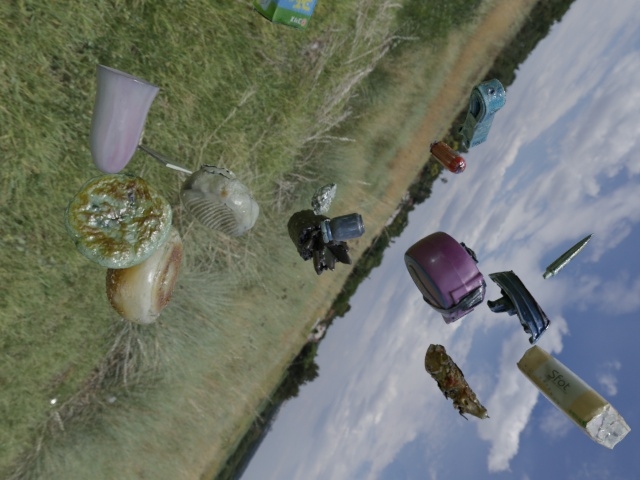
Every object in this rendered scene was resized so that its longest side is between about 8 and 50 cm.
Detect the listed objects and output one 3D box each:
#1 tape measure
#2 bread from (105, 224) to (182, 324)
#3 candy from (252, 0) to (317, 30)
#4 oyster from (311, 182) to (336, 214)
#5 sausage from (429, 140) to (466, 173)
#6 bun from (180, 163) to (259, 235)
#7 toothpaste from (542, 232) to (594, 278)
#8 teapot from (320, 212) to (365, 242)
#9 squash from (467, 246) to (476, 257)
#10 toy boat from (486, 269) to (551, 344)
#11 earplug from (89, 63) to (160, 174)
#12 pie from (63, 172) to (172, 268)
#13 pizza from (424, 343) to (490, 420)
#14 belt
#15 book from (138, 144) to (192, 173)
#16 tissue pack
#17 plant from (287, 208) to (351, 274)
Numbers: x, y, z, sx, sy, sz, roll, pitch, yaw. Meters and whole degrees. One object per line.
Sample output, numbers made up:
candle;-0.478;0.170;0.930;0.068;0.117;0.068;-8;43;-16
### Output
tape measure;0.336;0.096;1.130;0.149;0.231;0.245;-30;163;-3
bread;-0.491;0.088;1.169;0.305;0.159;0.305;-167;-90;-82
candy;-0.035;-0.469;0.709;0.097;0.062;0.194;-23;150;-52
oyster;0.017;-0.135;1.409;0.098;0.037;0.100;-22;122;-17
sausage;0.291;-0.186;0.945;0.048;0.050;0.145;-22;-151;6
bun;-0.298;-0.125;1.248;0.239;0.239;0.141;111;2;-57
toothpaste;0.730;0.048;1.235;0.204;0.031;0.049;-37;151;-10
teapot;0.043;-0.030;0.820;0.063;0.083;0.049;-94;172;-47
squash;0.452;0.115;1.500;0.220;0.220;0.133;-52;135;-44
toy boat;0.660;0.223;1.438;0.142;0.129;0.309;-32;-140;15
earplug;-0.602;-0.339;1.239;0.172;0.172;0.301;-37;149;-73
pie;-0.471;-0.051;0.992;0.240;0.240;0.054;-55;-168;-30
pizza;0.350;0.394;1.140;0.069;0.226;0.147;-21;154;-18
belt;0.464;-0.363;1.223;0.072;0.087;0.302;-27;166;3
book;-0.576;-0.300;1.549;0.014;0.182;0.127;-62;153;9
tissue pack;0.605;0.373;1.014;0.090;0.186;0.222;-47;-151;7
plant;0.000;0.000;1.688;0.194;0.320;0.181;-24;130;-16
